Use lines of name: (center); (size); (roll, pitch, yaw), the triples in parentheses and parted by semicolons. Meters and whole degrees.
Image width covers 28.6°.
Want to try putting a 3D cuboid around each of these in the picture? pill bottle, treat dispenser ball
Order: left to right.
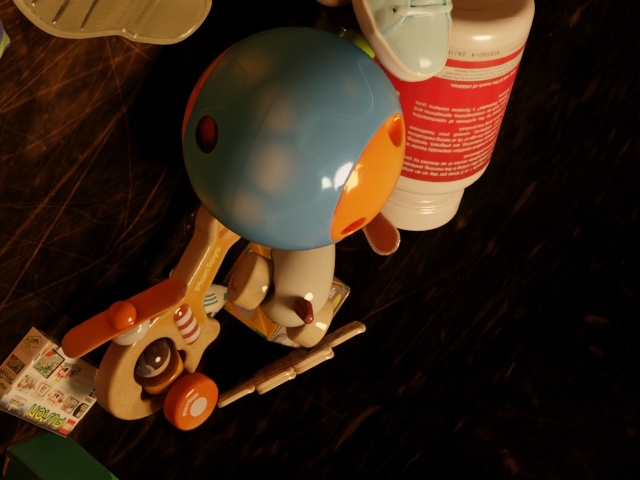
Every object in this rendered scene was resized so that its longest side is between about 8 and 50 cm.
treat dispenser ball: (-0.033, -0.130, 1.612); (0.288, 0.288, 0.288); (-41, 152, -27)
pill bottle: (0.172, -0.221, 1.932); (0.229, 0.229, 0.407); (-33, 148, -38)

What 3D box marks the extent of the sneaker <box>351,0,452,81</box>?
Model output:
sneaker: (0.116, -0.376, 1.553); (0.135, 0.150, 0.365); (-15, 104, -22)

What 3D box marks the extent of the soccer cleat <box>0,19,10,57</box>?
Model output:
soccer cleat: (-0.404, -0.109, 1.227); (0.289, 0.093, 0.121); (-54, 162, 1)

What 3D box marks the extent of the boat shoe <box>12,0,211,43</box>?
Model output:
boat shoe: (-0.238, -0.276, 1.288); (0.113, 0.103, 0.302); (-47, 159, 17)

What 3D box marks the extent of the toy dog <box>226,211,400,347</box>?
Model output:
toy dog: (0.000, 0.000, 1.806); (0.220, 0.161, 0.333); (6, 98, -25)

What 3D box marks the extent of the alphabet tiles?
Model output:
alphabet tiles: (-0.050, 0.214, 2.149); (0.278, 0.021, 0.284); (-29, 180, -4)

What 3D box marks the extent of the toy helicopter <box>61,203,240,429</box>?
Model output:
toy helicopter: (-0.208, 0.085, 1.735); (0.235, 0.140, 0.355); (22, 97, -55)

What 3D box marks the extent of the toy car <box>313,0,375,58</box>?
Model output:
toy car: (0.018, -0.353, 1.663); (0.188, 0.149, 0.155); (30, 92, -36)

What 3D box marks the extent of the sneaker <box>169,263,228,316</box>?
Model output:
sneaker: (-0.188, 0.086, 1.893); (0.075, 0.057, 0.161); (-60, 158, 1)

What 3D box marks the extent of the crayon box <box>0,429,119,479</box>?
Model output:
crayon box: (-0.355, 0.508, 1.835); (0.106, 0.313, 0.363); (-22, 140, -49)

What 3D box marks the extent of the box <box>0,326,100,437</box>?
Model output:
box: (-0.374, 0.200, 1.736); (0.114, 0.036, 0.207); (-51, 155, -6)

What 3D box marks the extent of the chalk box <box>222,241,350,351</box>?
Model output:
chalk box: (-0.052, 0.090, 2.054); (0.132, 0.132, 0.213); (-57, 156, 3)
